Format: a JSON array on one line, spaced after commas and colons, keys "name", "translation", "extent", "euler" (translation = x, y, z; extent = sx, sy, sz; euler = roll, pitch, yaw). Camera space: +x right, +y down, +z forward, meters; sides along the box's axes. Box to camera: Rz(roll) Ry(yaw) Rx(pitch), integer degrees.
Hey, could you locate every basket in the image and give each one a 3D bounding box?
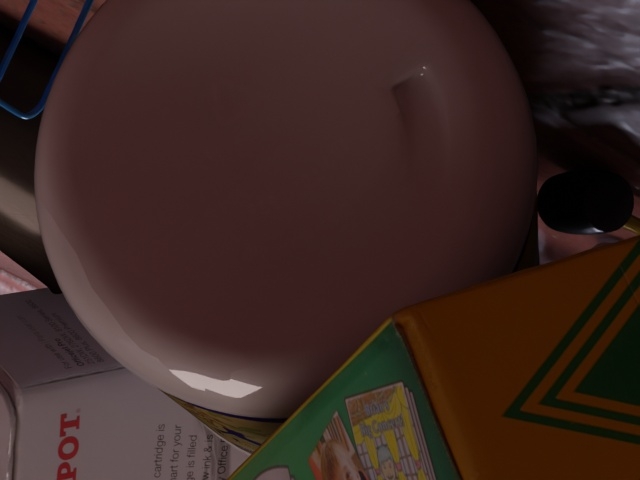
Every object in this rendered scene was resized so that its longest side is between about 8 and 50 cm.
[{"name": "basket", "translation": [-0.255, -0.085, 1.294], "extent": [0.227, 0.154, 0.204], "euler": [33, 141, -19]}]

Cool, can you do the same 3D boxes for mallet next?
[{"name": "mallet", "translation": [0.224, 0.004, 0.993], "extent": [0.189, 0.039, 0.062], "euler": [22, 173, -11]}]

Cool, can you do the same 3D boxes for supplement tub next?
[{"name": "supplement tub", "translation": [0.000, 0.000, 0.898], "extent": [0.241, 0.241, 0.331], "euler": [22, 169, 13]}]

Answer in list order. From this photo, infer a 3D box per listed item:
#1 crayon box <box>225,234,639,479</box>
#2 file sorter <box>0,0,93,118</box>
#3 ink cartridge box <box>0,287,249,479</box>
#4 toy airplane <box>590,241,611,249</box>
[{"name": "crayon box", "translation": [0.112, 0.105, 0.765], "extent": [0.313, 0.106, 0.363], "euler": [-16, 162, -28]}, {"name": "file sorter", "translation": [-0.241, -0.156, 1.008], "extent": [0.170, 0.118, 0.104], "euler": [19, 171, 26]}, {"name": "ink cartridge box", "translation": [-0.125, 0.181, 1.424], "extent": [0.394, 0.286, 0.166], "euler": [-8, -152, -33]}, {"name": "toy airplane", "translation": [0.155, 0.167, 1.213], "extent": [0.386, 0.272, 0.384], "euler": [27, 152, 40]}]
